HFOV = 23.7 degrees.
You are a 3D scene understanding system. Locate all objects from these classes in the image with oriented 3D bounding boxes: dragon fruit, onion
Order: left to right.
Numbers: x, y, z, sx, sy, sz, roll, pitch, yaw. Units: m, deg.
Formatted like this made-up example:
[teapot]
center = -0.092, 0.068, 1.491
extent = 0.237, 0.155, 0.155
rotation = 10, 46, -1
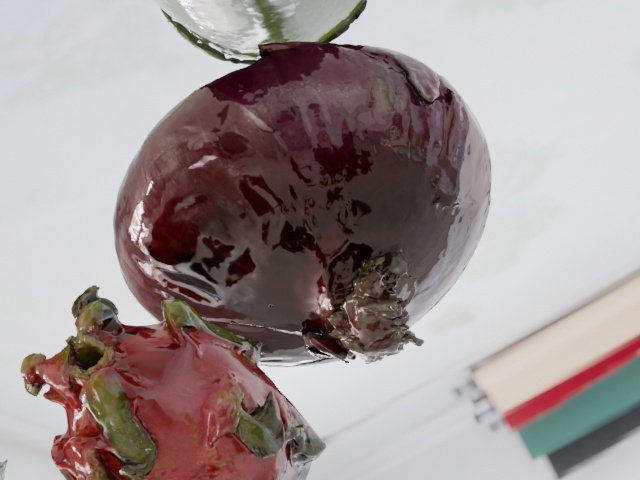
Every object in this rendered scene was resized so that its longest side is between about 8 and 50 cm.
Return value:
[dragon fruit]
center = -0.091, 0.110, 0.937
extent = 0.160, 0.167, 0.172
rotation = -9, -42, 24
[onion]
center = 0.000, 0.000, 1.335
extent = 0.347, 0.285, 0.348
rotation = -14, -42, -13

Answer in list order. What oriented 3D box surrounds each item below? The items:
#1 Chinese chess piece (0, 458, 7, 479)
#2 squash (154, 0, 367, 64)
[Chinese chess piece]
center = -0.330, 0.169, 1.132
extent = 0.188, 0.083, 0.188
rotation = 16, -35, 12
[squash]
center = -0.084, -0.332, 1.402
extent = 0.263, 0.263, 0.384
rotation = -28, -16, 4
